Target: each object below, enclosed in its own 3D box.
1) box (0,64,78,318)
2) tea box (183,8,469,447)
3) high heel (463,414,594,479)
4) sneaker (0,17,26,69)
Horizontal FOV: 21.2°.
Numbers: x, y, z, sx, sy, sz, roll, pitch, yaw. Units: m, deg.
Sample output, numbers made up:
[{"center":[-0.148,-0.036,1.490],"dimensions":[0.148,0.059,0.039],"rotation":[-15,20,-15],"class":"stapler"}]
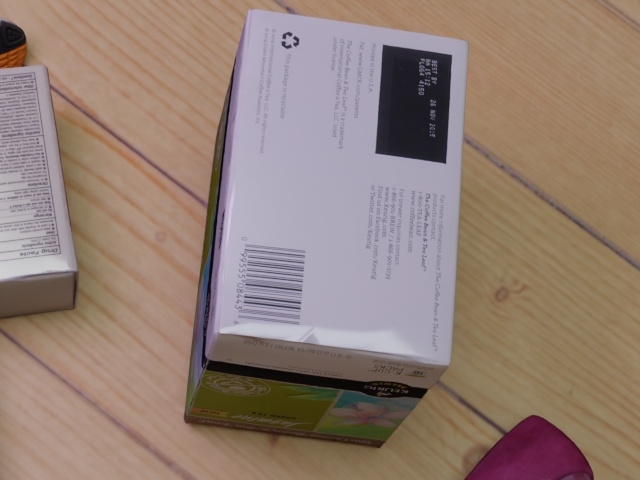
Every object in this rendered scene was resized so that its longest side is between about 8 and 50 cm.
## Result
[{"center":[-0.337,-0.045,1.749],"dimensions":[0.148,0.127,0.232],"rotation":[-7,71,-11],"class":"box"},{"center":[0.000,0.000,1.674],"dimensions":[0.220,0.323,0.329],"rotation":[8,68,-6],"class":"tea box"},{"center":[0.104,0.311,1.713],"dimensions":[0.377,0.127,0.181],"rotation":[-19,44,-10],"class":"high heel"},{"center":[-0.447,-0.214,1.817],"dimensions":[0.262,0.099,0.121],"rotation":[-7,33,-27],"class":"sneaker"}]
